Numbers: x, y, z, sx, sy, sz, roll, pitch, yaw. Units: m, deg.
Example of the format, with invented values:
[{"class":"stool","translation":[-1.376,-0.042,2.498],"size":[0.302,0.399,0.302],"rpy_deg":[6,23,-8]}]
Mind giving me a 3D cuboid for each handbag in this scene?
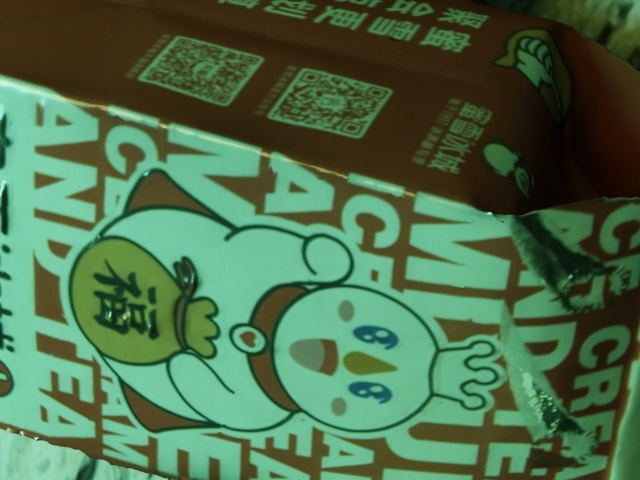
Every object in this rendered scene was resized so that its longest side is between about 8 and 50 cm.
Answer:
[{"class":"handbag","translation":[0.000,0.000,0.630],"size":[0.298,0.151,0.171],"rpy_deg":[16,125,13]}]
